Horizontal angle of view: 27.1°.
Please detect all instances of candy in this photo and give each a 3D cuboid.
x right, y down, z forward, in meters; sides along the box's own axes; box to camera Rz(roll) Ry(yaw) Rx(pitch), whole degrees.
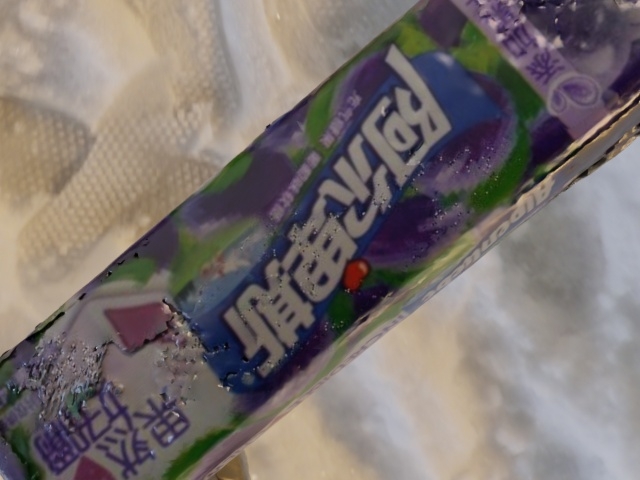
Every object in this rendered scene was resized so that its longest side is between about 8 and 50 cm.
[{"bbox_3d":[0.000,0.000,0.512,0.312,0.061,0.088,-39,73,4],"label":"candy"}]

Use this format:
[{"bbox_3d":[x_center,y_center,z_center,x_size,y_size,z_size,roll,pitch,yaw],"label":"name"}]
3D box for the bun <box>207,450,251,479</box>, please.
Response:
[{"bbox_3d":[-0.174,0.295,1.424,0.272,0.168,0.273,9,74,-34],"label":"bun"}]
